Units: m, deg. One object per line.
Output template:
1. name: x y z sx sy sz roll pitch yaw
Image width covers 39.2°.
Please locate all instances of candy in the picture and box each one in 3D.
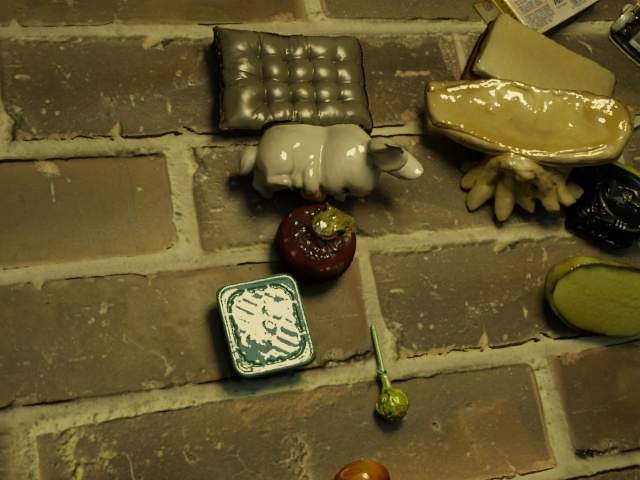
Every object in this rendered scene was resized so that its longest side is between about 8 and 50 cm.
1. candy: 0.120 0.248 1.692 0.062 0.058 0.194 -19 63 10
2. candy: 0.472 -0.343 1.974 0.320 0.135 0.179 26 64 -9

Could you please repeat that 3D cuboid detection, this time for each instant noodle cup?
1. instant noodle cup: -0.104 0.160 1.638 0.157 0.070 0.179 -10 74 -19

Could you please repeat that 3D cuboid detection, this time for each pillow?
1. pillow: -0.058 -0.319 1.823 0.326 0.101 0.228 -2 74 -16

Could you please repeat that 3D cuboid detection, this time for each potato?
1. potato: 0.573 0.099 1.844 0.271 0.160 0.111 9 25 -16

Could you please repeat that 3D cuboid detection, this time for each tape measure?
1. tape measure: 0.636 -0.086 1.939 0.186 0.112 0.199 22 66 -10

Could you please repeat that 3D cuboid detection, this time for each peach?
1. peach: 0.073 0.432 1.571 0.100 0.101 0.101 6 68 -15

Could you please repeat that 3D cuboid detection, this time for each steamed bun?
1. steamed bun: 0.419 -0.182 1.851 0.428 0.189 0.247 5 62 7

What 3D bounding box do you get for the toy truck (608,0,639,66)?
1. toy truck: 0.849 -0.570 2.042 0.173 0.387 0.207 43 57 1

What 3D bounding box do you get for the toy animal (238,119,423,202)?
1. toy animal: 0.019 -0.153 1.711 0.325 0.208 0.154 -7 82 19

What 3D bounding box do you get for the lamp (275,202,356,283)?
1. lamp: -0.005 -0.001 1.693 0.156 0.135 0.157 6 70 -14

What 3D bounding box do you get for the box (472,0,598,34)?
1. box: 0.510 -0.559 2.086 0.265 0.097 0.168 -34 82 -26

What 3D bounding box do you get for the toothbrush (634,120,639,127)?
1. toothbrush: 0.678 -0.242 2.060 0.286 0.025 0.020 -25 81 -22
